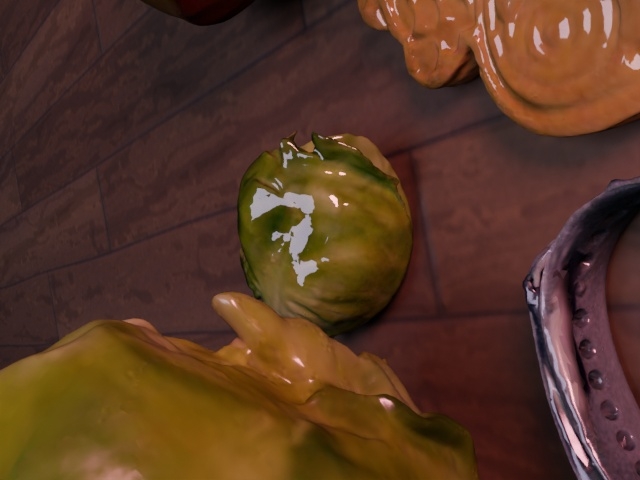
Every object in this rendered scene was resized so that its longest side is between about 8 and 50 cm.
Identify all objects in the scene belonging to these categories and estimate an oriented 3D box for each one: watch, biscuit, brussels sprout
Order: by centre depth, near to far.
[{"bbox_3d":[0.181,0.068,0.376,0.193,0.068,0.206,-14,83,61],"label":"watch"},{"bbox_3d":[0.107,-0.166,0.455,0.289,0.044,0.201,28,121,49],"label":"biscuit"},{"bbox_3d":[-0.060,0.214,0.484,0.276,0.371,0.314,-35,60,34],"label":"brussels sprout"},{"bbox_3d":[-0.002,0.002,0.621,0.139,0.101,0.180,31,114,27],"label":"brussels sprout"}]

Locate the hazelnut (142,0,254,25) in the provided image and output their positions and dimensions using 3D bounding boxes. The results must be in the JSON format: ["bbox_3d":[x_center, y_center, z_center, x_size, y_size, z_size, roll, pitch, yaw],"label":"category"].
[{"bbox_3d":[-0.101,-0.279,0.638,0.186,0.210,0.210,132,125,-78],"label":"hazelnut"}]
